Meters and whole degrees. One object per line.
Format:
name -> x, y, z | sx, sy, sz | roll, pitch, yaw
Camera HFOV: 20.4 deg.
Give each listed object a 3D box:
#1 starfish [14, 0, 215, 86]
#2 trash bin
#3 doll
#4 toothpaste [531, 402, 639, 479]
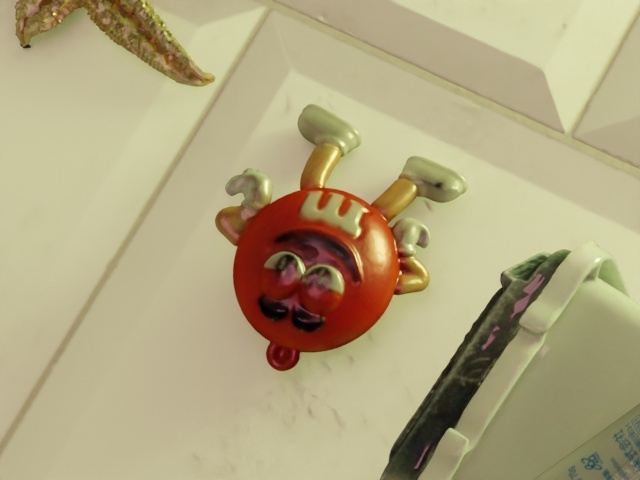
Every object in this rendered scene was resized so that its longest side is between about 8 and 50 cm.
starfish -> -0.181, -0.255, 1.556 | 0.295, 0.048, 0.231 | 35, 79, 17
trash bin -> 0.235, 0.214, 1.196 | 0.367, 0.256, 0.296 | 29, 75, 29
doll -> 0.000, 0.000, 1.424 | 0.183, 0.085, 0.217 | 27, 67, 15
toothpaste -> 0.154, 0.181, 1.077 | 0.299, 0.073, 0.114 | -41, 67, 10
